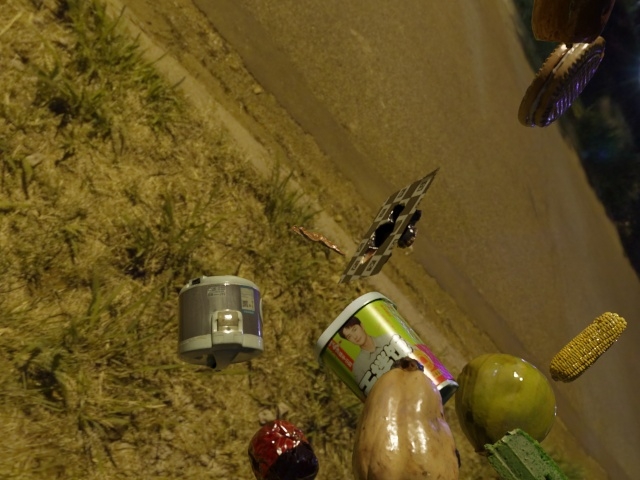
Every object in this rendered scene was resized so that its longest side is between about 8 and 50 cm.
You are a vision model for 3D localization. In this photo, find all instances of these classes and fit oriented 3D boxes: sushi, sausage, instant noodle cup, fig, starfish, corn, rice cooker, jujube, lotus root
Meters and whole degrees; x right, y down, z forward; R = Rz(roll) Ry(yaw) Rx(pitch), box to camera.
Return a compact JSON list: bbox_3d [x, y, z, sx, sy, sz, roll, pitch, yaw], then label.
[{"bbox_3d":[0.124,-0.007,0.816,0.040,0.193,0.210,36,70,-10],"label":"sushi"},{"bbox_3d":[0.373,-0.438,0.647,0.112,0.112,0.328,-51,147,-51],"label":"sausage"},{"bbox_3d":[0.185,0.341,1.281,0.294,0.293,0.308,11,28,-52],"label":"instant noodle cup"},{"bbox_3d":[0.613,0.561,1.596,0.343,0.343,0.343,28,53,-45],"label":"fig"},{"bbox_3d":[0.001,-0.001,1.811,0.043,0.241,0.227,-62,153,6],"label":"starfish"},{"bbox_3d":[0.606,0.246,1.085,0.067,0.206,0.067,36,13,-10],"label":"corn"},{"bbox_3d":[-0.319,0.272,1.533,0.288,0.288,0.276,24,50,-47],"label":"rice cooker"},{"bbox_3d":[-0.127,0.741,1.624,0.213,0.213,0.232,13,26,-51],"label":"jujube"},{"bbox_3d":[0.129,0.305,0.712,0.140,0.155,0.256,95,7,-48],"label":"lotus root"}]

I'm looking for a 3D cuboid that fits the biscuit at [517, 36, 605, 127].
[{"bbox_3d":[0.602,-0.395,1.191,0.079,0.259,0.259,41,24,26],"label":"biscuit"}]

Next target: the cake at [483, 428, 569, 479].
[{"bbox_3d":[0.424,0.470,0.918,0.235,0.100,0.099,48,5,-20],"label":"cake"}]
